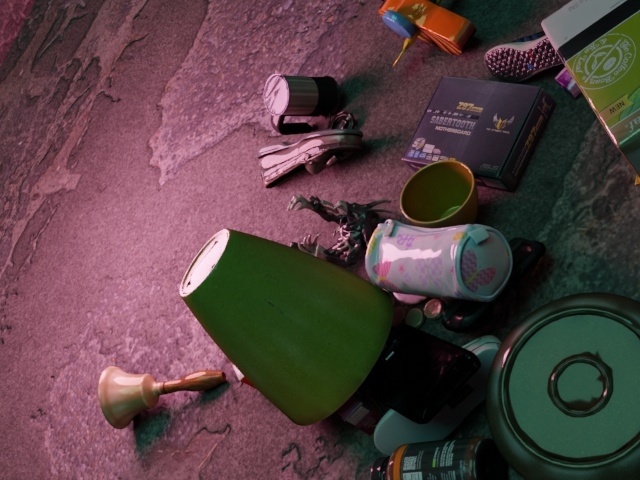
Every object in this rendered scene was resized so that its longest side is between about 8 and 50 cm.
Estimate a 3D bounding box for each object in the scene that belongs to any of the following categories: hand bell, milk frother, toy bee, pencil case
[{"bbox_3d":[-0.293,0.281,2.210,0.242,0.126,0.126,-14,55,20],"label":"hand bell"},{"bbox_3d":[-0.019,-0.262,2.271,0.143,0.135,0.129,18,108,48],"label":"milk frother"},{"bbox_3d":[0.183,-0.448,2.229,0.195,0.162,0.298,-36,70,7],"label":"toy bee"},{"bbox_3d":[0.185,0.029,1.836,0.273,0.113,0.124,6,101,59],"label":"pencil case"}]

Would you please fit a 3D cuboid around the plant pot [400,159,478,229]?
[{"bbox_3d":[0.217,-0.056,1.958,0.134,0.095,0.134,-18,46,20],"label":"plant pot"}]

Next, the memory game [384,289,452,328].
[{"bbox_3d":[0.169,0.069,1.989,0.186,0.012,0.186,-21,52,30],"label":"memory game"}]

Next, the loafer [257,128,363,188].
[{"bbox_3d":[-0.018,-0.159,2.255,0.267,0.096,0.084,-9,78,45],"label":"loafer"}]

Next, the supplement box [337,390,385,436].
[{"bbox_3d":[0.065,0.282,1.892,0.043,0.083,0.055,-47,42,7],"label":"supplement box"}]

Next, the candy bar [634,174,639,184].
[{"bbox_3d":[0.560,-0.111,1.761,0.161,0.018,0.040,-3,62,39],"label":"candy bar"}]

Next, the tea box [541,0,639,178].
[{"bbox_3d":[0.561,-0.268,1.696,0.329,0.220,0.323,-35,44,16],"label":"tea box"}]

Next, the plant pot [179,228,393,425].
[{"bbox_3d":[-0.077,0.115,1.906,0.275,0.293,0.274,-45,21,23],"label":"plant pot"}]

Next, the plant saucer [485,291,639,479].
[{"bbox_3d":[0.379,0.214,1.644,0.311,0.050,0.310,-11,64,24],"label":"plant saucer"}]

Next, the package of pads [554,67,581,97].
[{"bbox_3d":[0.447,-0.290,1.962,0.083,0.032,0.050,-46,41,8],"label":"package of pads"}]

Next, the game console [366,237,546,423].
[{"bbox_3d":[0.226,0.129,1.803,0.361,0.044,0.213,-45,21,-10],"label":"game console"}]

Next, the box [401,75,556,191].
[{"bbox_3d":[0.277,-0.193,2.027,0.233,0.059,0.183,17,75,45],"label":"box"}]

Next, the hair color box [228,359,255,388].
[{"bbox_3d":[-0.136,0.187,2.149,0.093,0.053,0.167,-46,42,9],"label":"hair color box"}]

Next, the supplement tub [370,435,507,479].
[{"bbox_3d":[0.175,0.356,1.736,0.198,0.106,0.106,-13,57,35],"label":"supplement tub"}]

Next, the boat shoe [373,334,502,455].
[{"bbox_3d":[0.193,0.246,1.814,0.258,0.095,0.084,-35,17,9],"label":"boat shoe"}]

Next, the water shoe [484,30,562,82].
[{"bbox_3d":[0.385,-0.332,2.030,0.080,0.073,0.203,-34,19,-36],"label":"water shoe"}]

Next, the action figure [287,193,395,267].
[{"bbox_3d":[0.000,0.000,2.089,0.276,0.141,0.164,-42,33,15],"label":"action figure"}]
